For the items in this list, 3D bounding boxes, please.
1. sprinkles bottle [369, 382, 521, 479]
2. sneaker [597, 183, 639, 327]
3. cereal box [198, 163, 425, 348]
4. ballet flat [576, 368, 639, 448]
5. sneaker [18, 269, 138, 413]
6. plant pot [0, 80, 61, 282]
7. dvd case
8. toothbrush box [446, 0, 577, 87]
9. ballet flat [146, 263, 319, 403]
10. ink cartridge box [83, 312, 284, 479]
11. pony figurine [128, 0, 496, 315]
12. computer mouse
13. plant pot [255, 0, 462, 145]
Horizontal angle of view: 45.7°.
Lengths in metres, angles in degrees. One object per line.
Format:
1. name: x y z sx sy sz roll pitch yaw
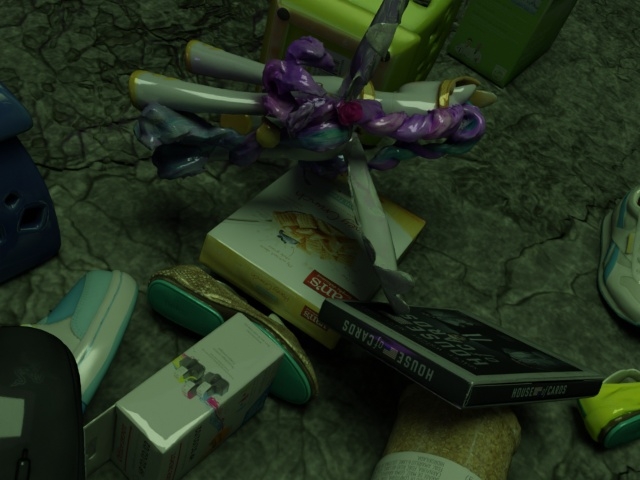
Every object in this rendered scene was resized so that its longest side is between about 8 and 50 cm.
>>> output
1. sprinkles bottle: 0.068 0.276 0.606 0.121 0.121 0.355 26 46 5
2. sneaker: 0.417 0.016 0.979 0.087 0.092 0.228 18 47 -6
3. cereal box: 0.000 0.000 0.857 0.173 0.047 0.240 32 37 9
4. ballet flat: 0.384 0.172 0.846 0.231 0.077 0.077 -5 37 -20
5. sneaker: -0.292 0.106 0.608 0.208 0.127 0.319 31 45 -10
6. plant pot: -0.404 -0.079 0.701 0.236 0.212 0.236 42 50 20
7. dvd case: 0.139 0.105 0.732 0.239 0.029 0.179 10 12 -46
8. toothbrush box: 0.347 -0.418 1.212 0.122 0.283 0.206 37 47 15
9. ballet flat: -0.078 0.084 0.768 0.206 0.073 0.067 35 32 8
10. ink cartridge box: -0.121 0.155 0.661 0.061 0.104 0.181 40 50 18
11. pony figurine: 0.004 -0.125 0.781 0.364 0.302 0.351 5 24 7
12. computer mouse: -0.174 0.187 0.523 0.184 0.060 0.262 16 61 -27
13. plant pot: 0.043 -0.276 1.029 0.227 0.228 0.207 26 52 4
